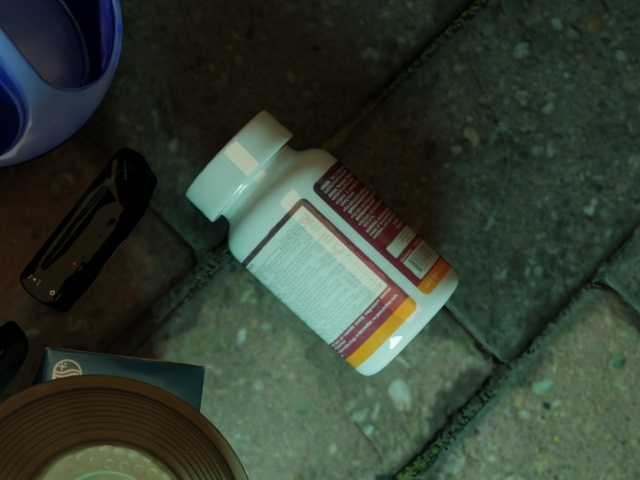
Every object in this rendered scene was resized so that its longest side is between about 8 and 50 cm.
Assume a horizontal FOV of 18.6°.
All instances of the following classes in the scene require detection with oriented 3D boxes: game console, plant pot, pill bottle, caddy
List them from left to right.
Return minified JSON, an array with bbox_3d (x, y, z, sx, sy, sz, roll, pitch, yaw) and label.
[{"bbox_3d":[-0.318,-0.203,1.594,0.241,0.179,0.341,-41,88,-17],"label":"caddy"},{"bbox_3d":[-0.249,0.083,1.535,0.044,0.213,0.361,37,84,-2],"label":"game console"},{"bbox_3d":[-0.154,0.204,1.346,0.237,0.110,0.237,2,77,-10],"label":"plant pot"},{"bbox_3d":[0.000,0.000,1.645,0.221,0.121,0.121,43,72,0],"label":"pill bottle"}]

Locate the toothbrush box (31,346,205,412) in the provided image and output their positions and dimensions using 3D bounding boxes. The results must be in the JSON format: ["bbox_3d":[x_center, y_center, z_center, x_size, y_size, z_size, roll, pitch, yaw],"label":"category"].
[{"bbox_3d":[-0.176,0.248,1.499,0.126,0.216,0.295,9,75,-10],"label":"toothbrush box"}]
